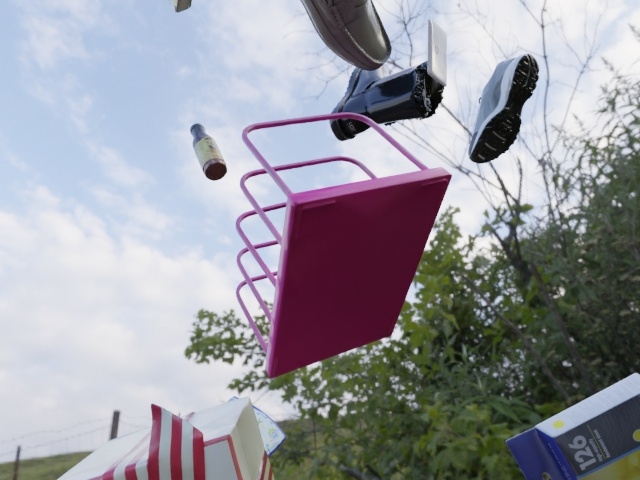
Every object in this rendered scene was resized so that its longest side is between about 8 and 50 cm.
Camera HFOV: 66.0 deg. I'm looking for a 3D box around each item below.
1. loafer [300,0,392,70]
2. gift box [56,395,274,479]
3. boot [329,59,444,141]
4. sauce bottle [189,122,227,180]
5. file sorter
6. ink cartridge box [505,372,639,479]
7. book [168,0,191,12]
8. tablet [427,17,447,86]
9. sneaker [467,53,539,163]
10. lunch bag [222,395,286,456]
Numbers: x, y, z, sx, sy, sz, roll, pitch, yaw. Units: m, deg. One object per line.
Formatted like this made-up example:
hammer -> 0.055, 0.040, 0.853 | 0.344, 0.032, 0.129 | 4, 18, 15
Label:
loafer -> 0.030, -0.407, 0.809 | 0.111, 0.112, 0.319 | 6, -23, 46
gift box -> -0.184, 0.327, 0.574 | 0.255, 0.276, 0.258 | -22, -4, -5
boot -> 0.148, -0.296, 0.959 | 0.207, 0.246, 0.094 | -8, -50, 38
sauce bottle -> -0.194, -0.155, 0.838 | 0.042, 0.128, 0.042 | -20, -36, -15
file sorter -> 0.000, 0.000, 0.663 | 0.202, 0.182, 0.291 | -13, -44, -27
ink cartridge box -> 0.595, 0.477, 1.025 | 0.307, 0.072, 0.303 | -31, -79, 3
book -> -0.272, -0.511, 0.908 | 0.035, 0.096, 0.144 | -35, 0, -26
tablet -> 0.168, -0.267, 0.703 | 0.006, 0.083, 0.054 | -5, -11, 41
sneaker -> 0.425, -0.311, 1.187 | 0.100, 0.271, 0.108 | 23, 2, -30
lunch bag -> -0.166, 0.415, 1.035 | 0.151, 0.096, 0.129 | 17, 18, 23
